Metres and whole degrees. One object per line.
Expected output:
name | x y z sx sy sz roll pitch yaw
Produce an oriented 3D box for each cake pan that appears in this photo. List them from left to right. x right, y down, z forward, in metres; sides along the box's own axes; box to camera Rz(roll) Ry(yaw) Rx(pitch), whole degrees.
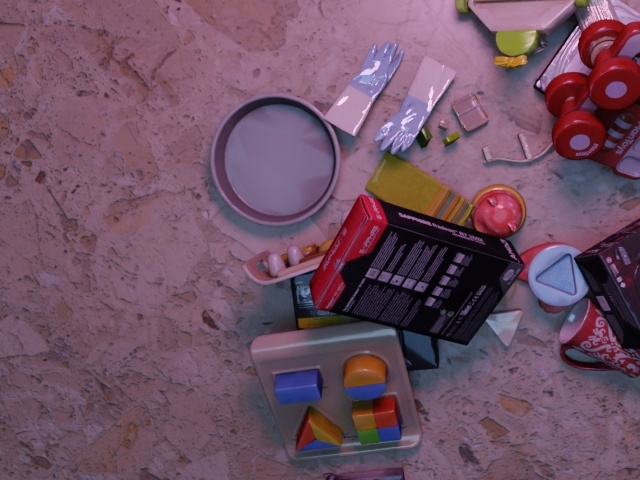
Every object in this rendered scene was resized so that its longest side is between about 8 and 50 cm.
cake pan | -0.097 -0.179 1.858 0.293 0.054 0.293 1 97 8

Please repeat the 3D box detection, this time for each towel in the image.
towel | 0.210 -0.094 1.799 0.237 0.021 0.102 36 100 24

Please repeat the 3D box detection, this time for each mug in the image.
mug | 0.605 0.216 1.788 0.169 0.150 0.113 29 63 0

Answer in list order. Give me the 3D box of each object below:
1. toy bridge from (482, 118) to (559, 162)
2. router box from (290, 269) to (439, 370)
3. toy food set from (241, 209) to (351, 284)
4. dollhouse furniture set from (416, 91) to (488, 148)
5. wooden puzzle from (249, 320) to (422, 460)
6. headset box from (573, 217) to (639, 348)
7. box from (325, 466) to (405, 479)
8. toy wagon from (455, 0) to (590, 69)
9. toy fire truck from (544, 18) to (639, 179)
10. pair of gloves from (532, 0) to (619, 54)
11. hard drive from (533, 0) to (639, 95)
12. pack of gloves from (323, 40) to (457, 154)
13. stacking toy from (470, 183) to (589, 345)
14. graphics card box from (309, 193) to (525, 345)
toy bridge | 0.439 -0.200 1.790 0.188 0.026 0.063 -21 94 10
router box | 0.098 0.169 1.854 0.308 0.081 0.243 -5 96 9
toy food set | 0.000 0.000 1.780 0.306 0.220 0.092 -18 94 10
dollhouse furniture set | 0.282 -0.250 1.810 0.151 0.058 0.076 -28 84 -9
wooden puzzle | 0.037 0.347 1.822 0.322 0.080 0.348 -9 120 11
headset box | 0.700 0.056 1.697 0.293 0.110 0.218 -28 90 -13
box | 0.118 0.646 1.917 0.183 0.056 0.231 -8 95 10
toy wagon | 0.406 -0.505 1.679 0.267 0.068 0.344 6 86 31
toy fire truck | 0.590 -0.265 1.603 0.254 0.169 0.302 17 134 -10
pair of gloves | 0.465 -0.493 1.709 0.240 0.042 0.204 -15 81 21
hard drive | 0.648 -0.324 1.728 0.339 0.064 0.237 35 100 2
pack of gloves | 0.151 -0.305 1.805 0.195 0.046 0.232 32 85 16
stacking toy | 0.398 0.065 1.773 0.309 0.130 0.279 41 100 3
graphics card box | 0.189 0.066 1.655 0.371 0.094 0.233 16 120 -23
